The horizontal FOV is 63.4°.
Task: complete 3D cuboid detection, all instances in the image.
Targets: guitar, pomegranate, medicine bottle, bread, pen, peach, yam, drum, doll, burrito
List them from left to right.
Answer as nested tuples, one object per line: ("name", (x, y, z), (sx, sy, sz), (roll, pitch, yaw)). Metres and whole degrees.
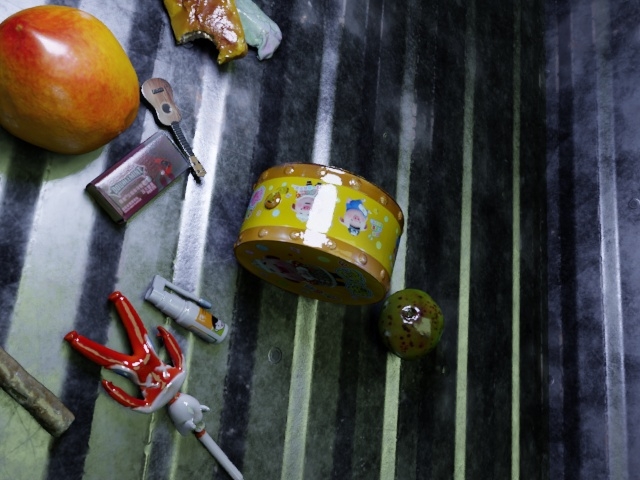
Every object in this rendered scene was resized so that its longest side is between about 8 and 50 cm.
("yam", (-0.599, 0.280, 1.024), (0.061, 0.061, 0.274), (-49, 113, -34))
("peach", (-0.510, -0.312, 1.030), (0.288, 0.307, 0.289), (-4, 98, -28))
("doll", (-0.390, 0.302, 1.185), (0.384, 0.099, 0.188), (53, 55, -14))
("guitar", (-0.368, -0.280, 1.318), (0.083, 0.038, 0.271), (-35, 104, -38))
("medicine bottle", (-0.326, 0.171, 1.281), (0.220, 0.061, 0.092), (39, 36, -30))
("bread", (-0.324, -0.638, 1.336), (0.185, 0.109, 0.381), (-20, 98, -5))
("pen", (-0.247, 0.552, 1.308), (0.026, 0.026, 0.218), (-46, 113, -35))
("burrito", (-0.210, -0.632, 1.480), (0.228, 0.089, 0.144), (30, 69, -31))
("drum", (0.000, 0.000, 1.350), (0.431, 0.431, 0.214), (33, 63, -33))
("pomegranate", (0.314, 0.299, 1.714), (0.286, 0.230, 0.231), (49, 55, -38))

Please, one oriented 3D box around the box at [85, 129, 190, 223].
("box", (-0.429, -0.152, 1.231), (0.224, 0.069, 0.120), (-48, 114, -33))
